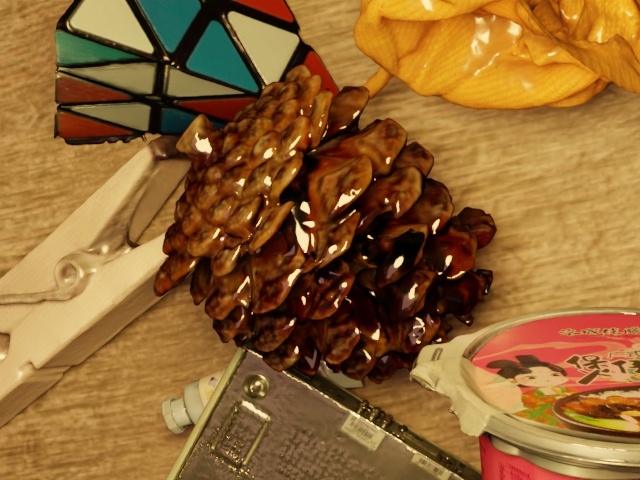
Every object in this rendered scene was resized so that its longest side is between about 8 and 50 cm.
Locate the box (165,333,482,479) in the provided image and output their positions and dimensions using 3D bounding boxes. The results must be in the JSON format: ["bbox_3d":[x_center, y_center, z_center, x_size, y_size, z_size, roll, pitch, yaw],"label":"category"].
[{"bbox_3d":[0.013,0.219,1.509,0.270,0.045,0.211,32,105,7],"label":"box"}]

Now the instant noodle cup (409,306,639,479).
[{"bbox_3d":[0.217,0.176,1.356,0.302,0.258,0.181,8,111,22],"label":"instant noodle cup"}]

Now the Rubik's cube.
[{"bbox_3d":[-0.064,-0.168,1.534,0.234,0.284,0.250,25,69,-1],"label":"Rubik's cube"}]

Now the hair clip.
[{"bbox_3d":[-0.214,0.045,1.591,0.331,0.085,0.101,-38,77,21],"label":"hair clip"}]

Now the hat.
[{"bbox_3d":[0.115,-0.160,1.416,0.244,0.233,0.233,43,130,-16],"label":"hat"}]

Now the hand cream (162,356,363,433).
[{"bbox_3d":[-0.052,0.119,1.553,0.171,0.043,0.065,-22,89,20],"label":"hand cream"}]

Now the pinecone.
[{"bbox_3d":[0.000,0.000,1.419,0.224,0.224,0.272,-41,115,19],"label":"pinecone"}]
